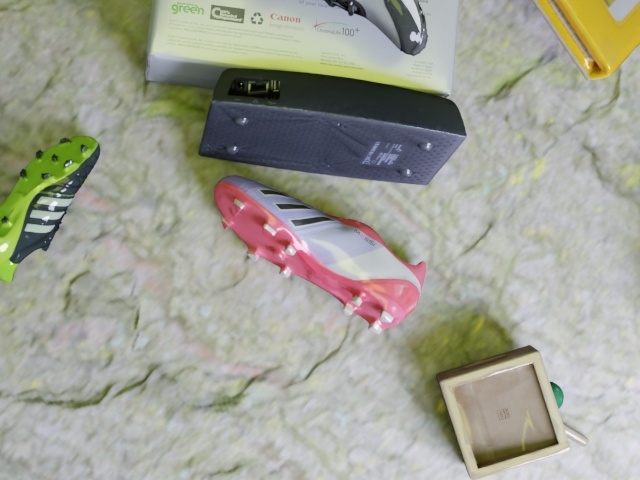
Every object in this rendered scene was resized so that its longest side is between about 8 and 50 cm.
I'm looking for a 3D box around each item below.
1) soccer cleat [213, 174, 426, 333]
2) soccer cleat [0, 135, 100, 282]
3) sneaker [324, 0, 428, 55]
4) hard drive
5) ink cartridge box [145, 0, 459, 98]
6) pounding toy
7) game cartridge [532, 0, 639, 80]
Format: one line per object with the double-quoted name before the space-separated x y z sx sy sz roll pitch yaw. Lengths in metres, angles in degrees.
"soccer cleat" 0.000 0.000 1.333 0.248 0.083 0.095 35 59 -2
"soccer cleat" -0.290 -0.035 1.297 0.060 0.072 0.179 23 62 32
"sneaker" -0.007 -0.266 1.201 0.271 0.100 0.108 42 89 3
"hard drive" 0.008 -0.116 1.289 0.255 0.172 0.054 7 73 -8
"ink cartridge box" -0.014 -0.290 1.309 0.309 0.130 0.272 7 85 -8
"pounding toy" 0.212 0.187 1.350 0.141 0.100 0.130 -18 90 2
"game cartridge" 0.316 -0.378 1.339 0.324 0.053 0.285 -45 107 -22
